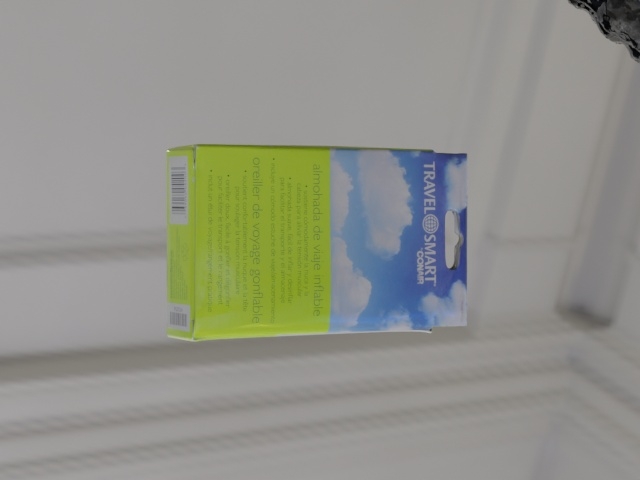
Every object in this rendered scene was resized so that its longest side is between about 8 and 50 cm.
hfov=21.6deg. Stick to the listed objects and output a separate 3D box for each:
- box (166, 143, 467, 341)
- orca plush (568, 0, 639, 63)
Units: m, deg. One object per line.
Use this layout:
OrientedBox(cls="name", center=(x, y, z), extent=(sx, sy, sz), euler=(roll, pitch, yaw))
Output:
OrientedBox(cls="box", center=(0.000, 0.000, 0.957), extent=(0.178, 0.109, 0.042), euler=(0, -178, -30))
OrientedBox(cls="orca plush", center=(0.126, -0.165, 0.895), extent=(0.102, 0.287, 0.151), euler=(-28, 179, 15))
